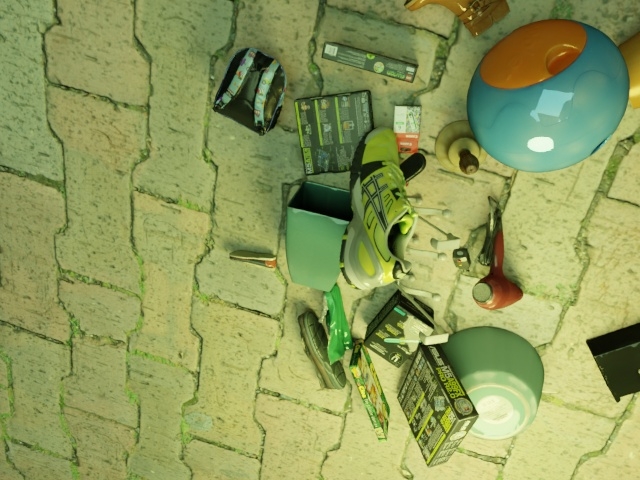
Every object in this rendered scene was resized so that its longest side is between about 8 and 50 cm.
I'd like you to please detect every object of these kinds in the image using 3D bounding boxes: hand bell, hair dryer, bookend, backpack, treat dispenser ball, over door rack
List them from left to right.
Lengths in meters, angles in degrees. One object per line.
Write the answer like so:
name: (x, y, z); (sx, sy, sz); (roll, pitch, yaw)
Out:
backpack: (-0.153, -0.360, 1.135); (0.158, 0.117, 0.173); (27, 115, 1)
over door rack: (0.253, 0.055, 1.107); (0.108, 0.324, 0.239); (-1, 111, -5)
hand bell: (0.312, -0.179, 1.036); (0.126, 0.242, 0.126); (5, 113, 11)
hair dryer: (0.431, 0.061, 1.152); (0.080, 0.223, 0.293); (13, 144, 48)
treat dispenser ball: (0.438, -0.278, 0.944); (0.288, 0.288, 0.288); (4, 112, 11)
bookend: (0.790, 0.307, 1.216); (0.157, 0.072, 0.156); (-27, 104, 20)

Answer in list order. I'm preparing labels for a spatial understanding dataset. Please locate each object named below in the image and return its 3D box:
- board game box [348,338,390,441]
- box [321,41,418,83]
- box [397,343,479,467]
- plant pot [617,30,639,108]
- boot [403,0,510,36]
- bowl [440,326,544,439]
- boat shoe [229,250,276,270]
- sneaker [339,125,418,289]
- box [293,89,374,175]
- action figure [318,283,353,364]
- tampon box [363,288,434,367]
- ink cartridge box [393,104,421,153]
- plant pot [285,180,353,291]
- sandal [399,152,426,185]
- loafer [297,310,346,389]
board game box: (0.144, 0.426, 1.372); (0.030, 0.136, 0.260); (-17, 107, 16)
box: (0.113, -0.397, 1.064); (0.207, 0.114, 0.036); (18, 114, 6)
box: (0.296, 0.433, 1.261); (0.060, 0.216, 0.270); (-8, 134, -17)
plant pot: (0.684, -0.353, 0.922); (0.188, 0.205, 0.205); (-20, 106, 35)
boot: (0.288, -0.490, 0.996); (0.197, 0.073, 0.152); (-26, 123, 18)
bowl: (0.447, 0.406, 1.283); (0.311, 0.163, 0.311); (5, 112, 12)
boat shoe: (-0.191, 0.057, 1.350); (0.137, 0.049, 0.043); (6, 115, 5)
sneaker: (0.150, -0.078, 1.066); (0.147, 0.145, 0.385); (-7, 70, 38)
box: (0.039, -0.260, 1.174); (0.184, 0.045, 0.191); (-3, 111, 16)
action figure: (0.035, 0.207, 1.332); (0.063, 0.137, 0.232); (-2, 103, 27)
tampon box: (0.213, 0.237, 1.299); (0.120, 0.101, 0.161); (35, 115, -2)
ink cartridge box: (0.205, -0.263, 1.143); (0.063, 0.029, 0.115); (4, 111, 10)
plant pot: (0.000, 0.000, 1.225); (0.165, 0.165, 0.234); (14, 121, 7)
sandal: (0.191, -0.147, 1.176); (0.179, 0.040, 0.067); (-35, 62, 33)
loafer: (-0.014, 0.330, 1.395); (0.084, 0.096, 0.267); (-18, 108, 25)
